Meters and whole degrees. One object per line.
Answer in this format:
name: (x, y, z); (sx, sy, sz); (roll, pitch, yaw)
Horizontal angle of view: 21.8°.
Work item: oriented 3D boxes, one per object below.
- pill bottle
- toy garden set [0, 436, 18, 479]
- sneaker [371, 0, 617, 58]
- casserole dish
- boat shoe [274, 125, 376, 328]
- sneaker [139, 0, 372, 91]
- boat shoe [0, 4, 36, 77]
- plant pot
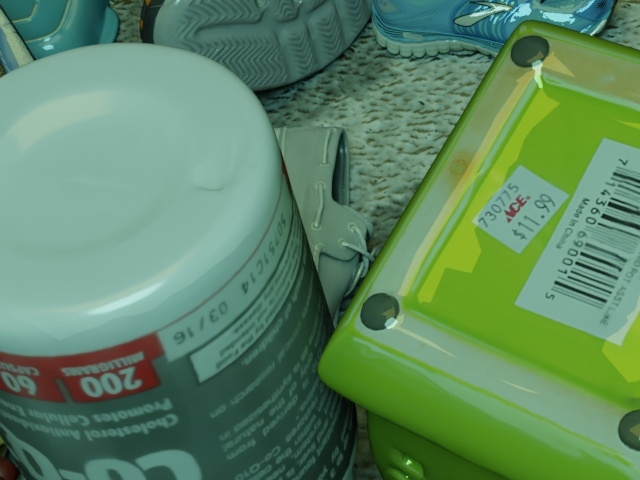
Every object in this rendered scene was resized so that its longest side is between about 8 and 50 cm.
pill bottle: (-0.071, 0.061, 0.770); (0.161, 0.283, 0.161); (-7, 49, 8)
toy garden set: (-0.244, 0.044, 0.989); (0.244, 0.049, 0.204); (2, 50, 17)
sneaker: (0.107, -0.156, 1.055); (0.162, 0.073, 0.063); (-1, 49, 14)
casserole dish: (-0.236, -0.149, 1.166); (0.188, 0.037, 0.114); (-5, 48, 12)
boat shoe: (0.000, 0.000, 0.961); (0.063, 0.066, 0.184); (-12, 38, 6)
sneaker: (-0.035, -0.216, 1.131); (0.180, 0.125, 0.321); (24, 49, 36)
boat shoe: (-0.215, -0.106, 1.065); (0.066, 0.066, 0.183); (-34, 58, -6)
plant pot: (0.147, 0.042, 0.747); (0.227, 0.207, 0.228); (24, 75, 32)
